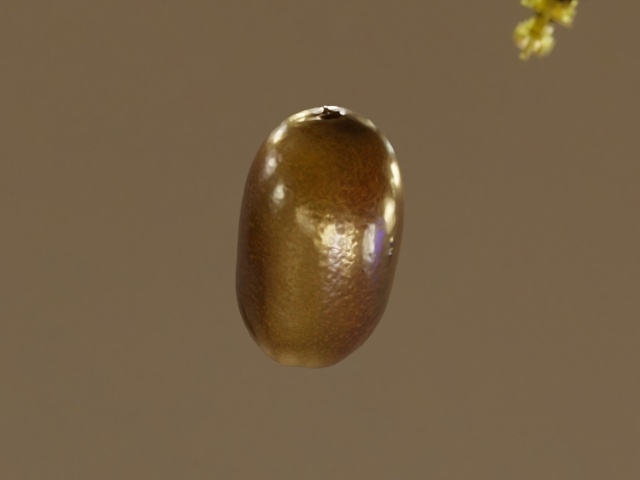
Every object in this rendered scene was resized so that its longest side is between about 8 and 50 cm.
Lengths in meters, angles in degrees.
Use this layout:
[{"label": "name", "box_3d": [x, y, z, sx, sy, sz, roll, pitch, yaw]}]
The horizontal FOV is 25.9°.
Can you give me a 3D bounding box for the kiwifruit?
[{"label": "kiwifruit", "box_3d": [0.000, 0.000, 0.611, 0.075, 0.124, 0.075, 4, -152, -2]}]
